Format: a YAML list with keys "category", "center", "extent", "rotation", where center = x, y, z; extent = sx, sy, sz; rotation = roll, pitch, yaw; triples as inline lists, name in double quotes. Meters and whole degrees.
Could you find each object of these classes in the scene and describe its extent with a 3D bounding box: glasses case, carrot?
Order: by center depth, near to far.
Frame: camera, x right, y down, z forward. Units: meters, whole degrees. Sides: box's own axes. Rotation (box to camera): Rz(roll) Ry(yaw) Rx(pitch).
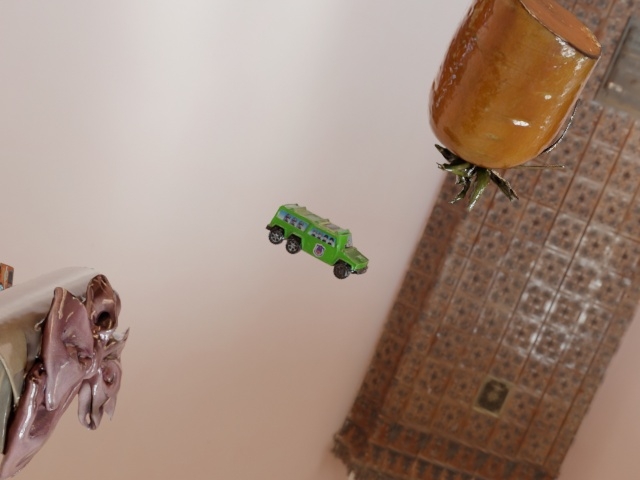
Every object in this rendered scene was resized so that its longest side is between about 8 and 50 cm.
- category: "glasses case"
  center: [-0.149, 0.072, 0.412]
  extent: [0.070, 0.103, 0.193]
  rotation: [-15, -175, 3]
- category: "carrot"
  center: [0.257, -0.208, 1.018]
  extent: [0.214, 0.331, 0.193]
  rotation: [-5, -130, -26]

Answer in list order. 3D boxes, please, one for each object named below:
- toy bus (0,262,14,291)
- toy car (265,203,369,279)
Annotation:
- category: "toy bus"
  center: [-0.365, 0.080, 0.816]
  extent: [0.031, 0.110, 0.043]
  rotation: [1, 170, 3]
- category: "toy car"
  center: [0.000, 0.000, 1.113]
  extent: [0.165, 0.063, 0.071]
  rotation: [28, -164, 18]
